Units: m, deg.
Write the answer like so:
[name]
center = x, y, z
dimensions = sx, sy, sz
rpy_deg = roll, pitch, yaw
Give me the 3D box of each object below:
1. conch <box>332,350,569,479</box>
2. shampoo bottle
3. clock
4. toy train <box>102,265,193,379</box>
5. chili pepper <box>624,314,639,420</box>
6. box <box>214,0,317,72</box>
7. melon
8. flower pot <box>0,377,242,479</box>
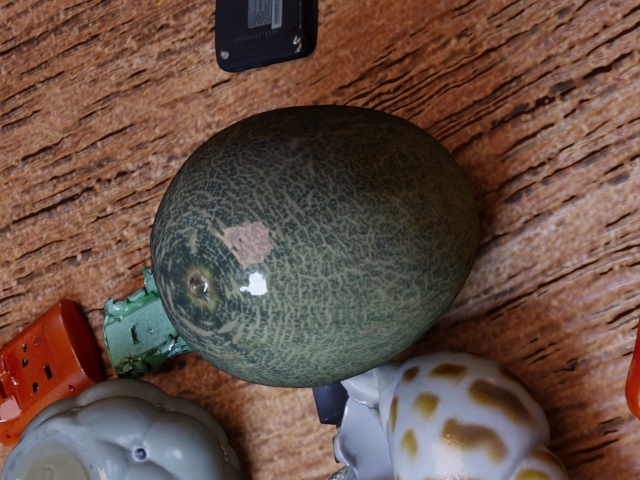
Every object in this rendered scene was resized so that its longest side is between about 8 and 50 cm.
[conch]
center = 0.125, 0.189, 1.301
dimensions = 0.275, 0.149, 0.182
rpy_deg = -126, 33, -52
[shampoo bottle]
center = 0.017, 0.132, 1.454
dimensions = 0.063, 0.057, 0.207
rpy_deg = -25, 68, 30
[clock]
center = -0.318, 0.148, 1.692
dimensions = 0.155, 0.061, 0.113
rpy_deg = -37, 63, 23
[toy train]
center = -0.160, 0.085, 1.581
dimensions = 0.149, 0.081, 0.099
rpy_deg = -33, 65, 34
[chili pepper]
center = 0.296, 0.075, 1.263
dimensions = 0.071, 0.063, 0.272
rpy_deg = 5, 82, 20
[box]
center = -0.061, -0.244, 1.590
dimensions = 0.125, 0.027, 0.126
rpy_deg = -8, 78, 35
[melon]
center = 0.000, 0.000, 1.324
dimensions = 0.249, 0.329, 0.248
rpy_deg = 11, 107, 38
[flower pot]
center = -0.199, 0.260, 1.503
dimensions = 0.246, 0.195, 0.246
rpy_deg = -6, 80, 34
